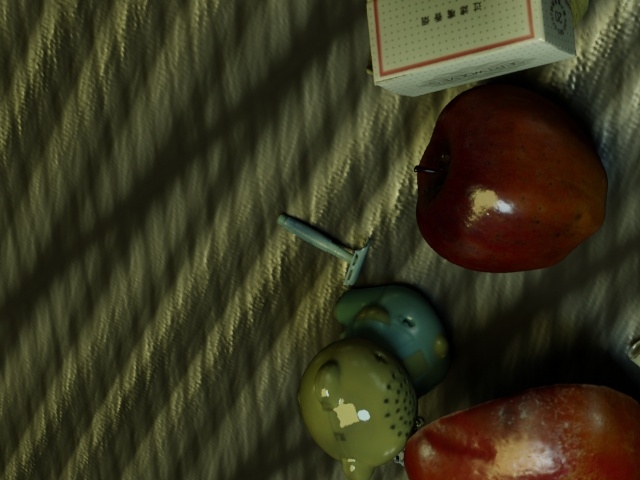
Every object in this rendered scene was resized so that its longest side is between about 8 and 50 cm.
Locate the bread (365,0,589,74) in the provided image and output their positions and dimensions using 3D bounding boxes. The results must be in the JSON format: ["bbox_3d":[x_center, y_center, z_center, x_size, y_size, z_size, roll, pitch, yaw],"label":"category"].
[{"bbox_3d":[0.169,-0.271,1.845,0.240,0.178,0.135,-2,120,29],"label":"bread"}]

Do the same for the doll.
[{"bbox_3d":[0.069,0.186,2.130,0.162,0.260,0.177,-3,117,29],"label":"doll"}]

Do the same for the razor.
[{"bbox_3d":[0.000,0.000,2.200,0.135,0.040,0.068,30,128,16],"label":"razor"}]

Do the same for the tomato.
[{"bbox_3d":[0.274,0.312,2.071,0.338,0.143,0.338,-7,148,-4],"label":"tomato"}]

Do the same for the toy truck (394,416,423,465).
[{"bbox_3d":[0.121,0.284,2.310,0.044,0.039,0.083,20,127,36],"label":"toy truck"}]

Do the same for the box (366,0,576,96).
[{"bbox_3d":[0.154,-0.341,1.756,0.210,0.095,0.330,-11,79,33],"label":"box"}]

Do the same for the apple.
[{"bbox_3d":[0.221,-0.065,1.933,0.234,0.234,0.234,13,125,20],"label":"apple"}]

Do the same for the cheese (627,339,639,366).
[{"bbox_3d":[0.535,0.061,1.956,0.085,0.034,0.400,43,129,-3],"label":"cheese"}]
